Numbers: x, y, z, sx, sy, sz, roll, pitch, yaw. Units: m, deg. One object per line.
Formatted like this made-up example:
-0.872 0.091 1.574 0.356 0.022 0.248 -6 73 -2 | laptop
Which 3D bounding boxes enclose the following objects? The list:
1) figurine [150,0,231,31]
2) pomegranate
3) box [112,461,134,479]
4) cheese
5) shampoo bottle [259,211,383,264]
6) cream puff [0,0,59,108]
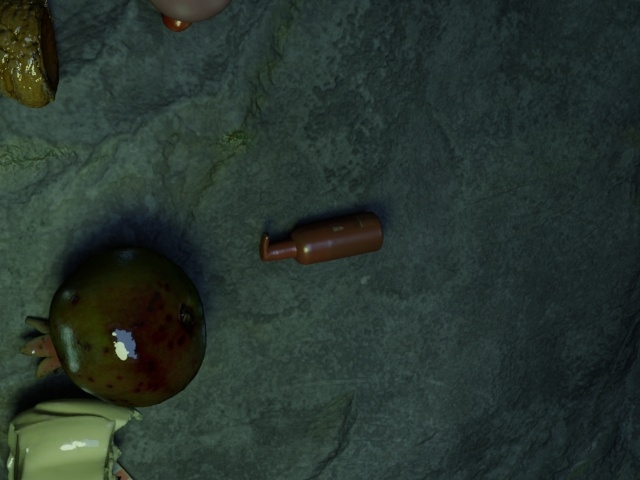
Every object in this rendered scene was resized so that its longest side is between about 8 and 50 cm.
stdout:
-0.213 -0.443 1.483 0.173 0.173 0.173 -7 110 -20 | figurine
-0.352 0.157 1.608 0.291 0.323 0.290 12 72 -40 | pomegranate
-0.406 0.466 1.792 0.046 0.012 0.083 -37 117 -8 | box
-0.445 0.387 1.641 0.233 0.127 0.266 4 138 -18 | cheese
0.000 0.002 1.768 0.244 0.085 0.085 -10 111 -20 | shampoo bottle
-0.507 -0.293 1.418 0.169 0.183 0.183 -3 109 -6 | cream puff
